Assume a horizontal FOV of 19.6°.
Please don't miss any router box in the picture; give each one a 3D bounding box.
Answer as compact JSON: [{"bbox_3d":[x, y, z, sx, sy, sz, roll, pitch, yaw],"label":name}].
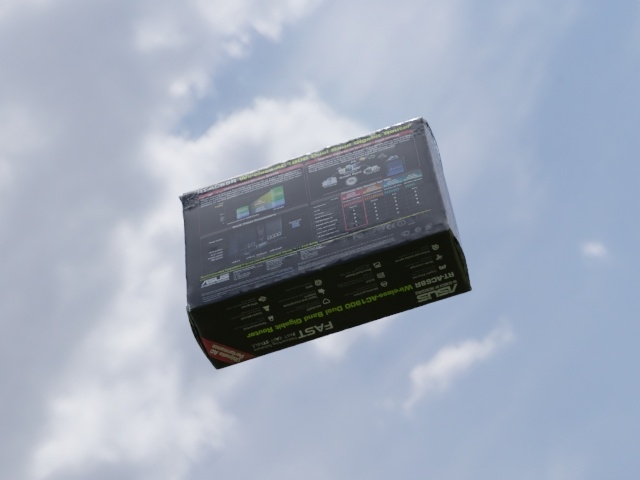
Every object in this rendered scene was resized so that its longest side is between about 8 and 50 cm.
[{"bbox_3d":[0.000,0.000,0.828,0.122,0.092,0.038,-17,-54,7],"label":"router box"}]
